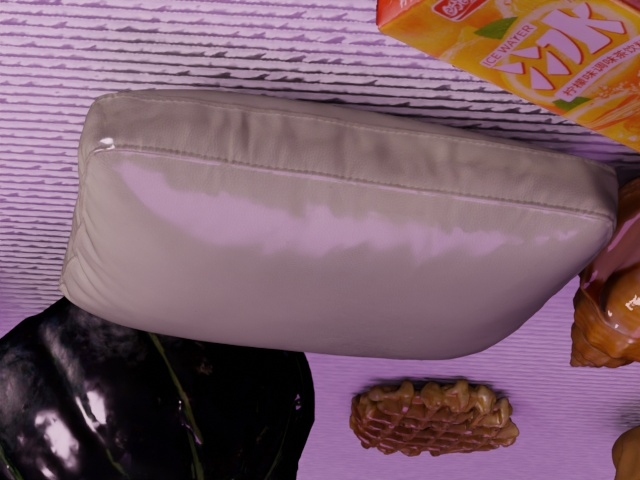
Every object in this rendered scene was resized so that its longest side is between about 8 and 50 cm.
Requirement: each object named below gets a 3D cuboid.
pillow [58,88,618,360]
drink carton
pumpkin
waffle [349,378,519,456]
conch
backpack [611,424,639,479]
[{"bbox_3d":[0.000,0.000,0.837,0.322,0.120,0.255,9,154,-12],"label":"pillow"},{"bbox_3d":[0.142,-0.110,0.644,0.222,0.071,0.096,19,152,-32],"label":"drink carton"},{"bbox_3d":[-0.158,0.132,1.036,0.295,0.296,0.296,2,155,1],"label":"pumpkin"},{"bbox_3d":[0.113,0.184,1.324,0.191,0.038,0.191,2,154,1],"label":"waffle"},{"bbox_3d":[0.234,-0.012,0.848,0.109,0.093,0.330,22,133,-1],"label":"conch"},{"bbox_3d":[0.484,0.267,1.279,0.378,0.201,0.353,14,157,-17],"label":"backpack"}]
